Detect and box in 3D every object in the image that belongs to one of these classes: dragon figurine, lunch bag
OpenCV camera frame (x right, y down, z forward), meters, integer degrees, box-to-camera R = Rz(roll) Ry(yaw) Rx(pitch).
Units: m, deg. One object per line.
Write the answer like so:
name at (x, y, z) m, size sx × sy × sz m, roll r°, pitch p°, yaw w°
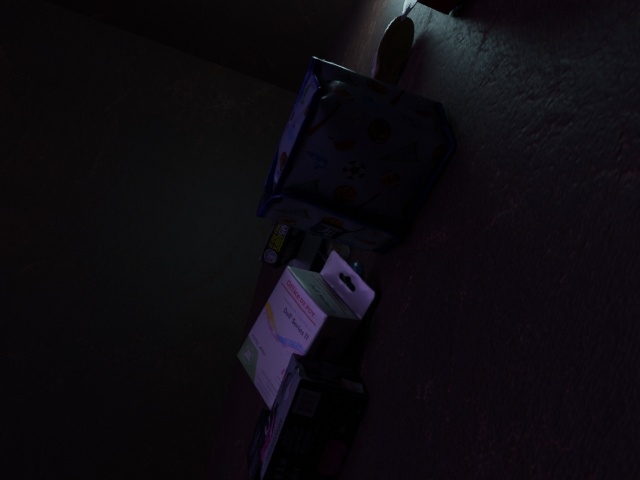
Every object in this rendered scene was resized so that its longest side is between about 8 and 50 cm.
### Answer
dragon figurine at (0.057, 0.092, 1.602) m, size 0.289 × 0.085 × 0.144 m, roll -95°, pitch 27°, yaw -53°
lunch bag at (0.061, -0.149, 1.356) m, size 0.238 × 0.328 × 0.385 m, roll -88°, pitch 21°, yaw -49°

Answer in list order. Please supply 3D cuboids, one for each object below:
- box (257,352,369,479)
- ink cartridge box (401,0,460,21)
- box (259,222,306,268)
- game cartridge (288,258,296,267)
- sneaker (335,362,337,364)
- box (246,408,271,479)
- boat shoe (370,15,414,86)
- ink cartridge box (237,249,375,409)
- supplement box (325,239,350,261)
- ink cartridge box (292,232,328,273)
box at (-0.024, 0.395, 1.319) m, size 0.142 × 0.164 × 0.247 m, roll -126°, pitch 55°, yaw -75°
ink cartridge box at (0.321, -0.671, 1.411) m, size 0.309 × 0.130 × 0.271 m, roll 158°, pitch 128°, yaw -76°
box at (-0.067, -0.045, 1.867) m, size 0.216 × 0.060 × 0.270 m, roll -66°, pitch -16°, yaw 19°
game cartridge at (-0.103, 0.165, 2.378) m, size 0.297 × 0.062 × 0.198 m, roll -90°, pitch 25°, yaw -58°
sneaker at (-0.035, 0.281, 1.626) m, size 0.252 × 0.103 × 0.111 m, roll -5°, pitch 56°, yaw 54°
box at (-0.130, 0.584, 1.688) m, size 0.207 × 0.108 × 0.153 m, roll -137°, pitch 65°, yaw -79°
boat shoe at (0.206, -0.555, 1.877) m, size 0.096 × 0.098 × 0.276 m, roll -102°, pitch 30°, yaw -67°
ink cartridge box at (-0.041, 0.206, 1.455) m, size 0.207 × 0.119 × 0.353 m, roll 46°, pitch 113°, yaw 44°
supplement box at (0.050, 0.020, 1.819) m, size 0.098 × 0.062 × 0.036 m, roll -97°, pitch 28°, yaw -67°
ink cartridge box at (0.000, 0.000, 1.936) m, size 0.165 × 0.065 × 0.332 m, roll -31°, pitch -31°, yaw -61°
